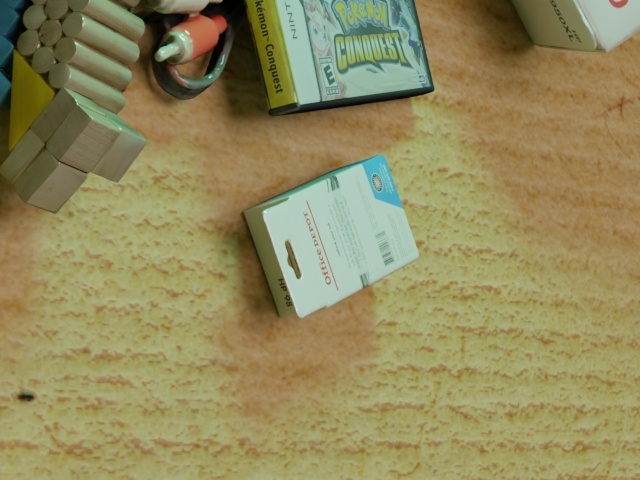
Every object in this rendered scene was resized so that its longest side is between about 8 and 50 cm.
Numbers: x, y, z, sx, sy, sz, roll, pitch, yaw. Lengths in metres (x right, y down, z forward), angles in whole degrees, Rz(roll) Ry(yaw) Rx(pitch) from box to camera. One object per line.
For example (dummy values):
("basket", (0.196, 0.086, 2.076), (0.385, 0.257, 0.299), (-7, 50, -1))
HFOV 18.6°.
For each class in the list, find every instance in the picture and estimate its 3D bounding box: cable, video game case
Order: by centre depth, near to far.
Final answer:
("cable", (-0.072, -0.212, 1.707), (0.287, 0.072, 0.139), (-24, 94, -47))
("video game case", (0.008, -0.246, 1.786), (0.275, 0.035, 0.248), (-15, 92, -60))

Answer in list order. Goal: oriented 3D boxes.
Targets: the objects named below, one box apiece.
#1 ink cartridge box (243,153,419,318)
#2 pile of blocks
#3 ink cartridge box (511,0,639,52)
("ink cartridge box", (0.000, 0.000, 1.735), (0.180, 0.060, 0.104), (-25, 99, -47))
("pile of blocks", (-0.197, -0.196, 1.546), (0.113, 0.149, 0.362), (25, 70, -62))
("ink cartridge box", (0.339, -0.415, 2.008), (0.395, 0.166, 0.285), (-35, 107, -13))
